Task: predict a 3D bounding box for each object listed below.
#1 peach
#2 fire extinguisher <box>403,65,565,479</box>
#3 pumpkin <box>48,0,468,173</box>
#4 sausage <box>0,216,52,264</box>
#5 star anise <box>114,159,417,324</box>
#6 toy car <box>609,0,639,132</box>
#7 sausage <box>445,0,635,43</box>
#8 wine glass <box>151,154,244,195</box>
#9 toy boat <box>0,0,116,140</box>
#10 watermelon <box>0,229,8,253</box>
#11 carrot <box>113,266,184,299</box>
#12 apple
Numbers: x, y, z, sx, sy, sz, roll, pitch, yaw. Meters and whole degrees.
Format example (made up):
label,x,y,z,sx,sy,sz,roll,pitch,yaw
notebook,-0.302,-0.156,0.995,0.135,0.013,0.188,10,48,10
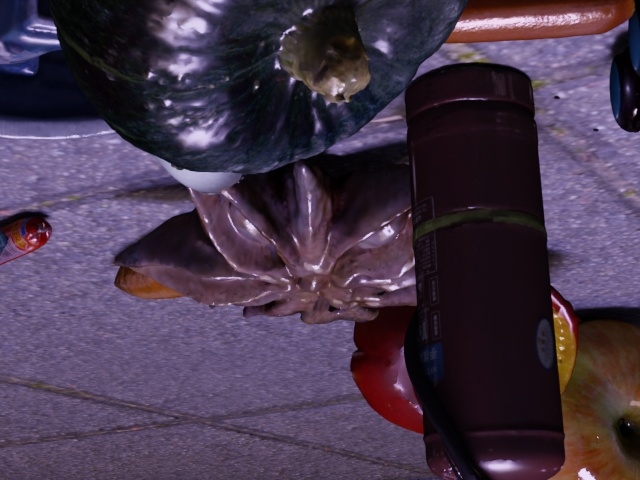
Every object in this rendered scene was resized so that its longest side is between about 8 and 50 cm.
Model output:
label,x,y,z,sx,sy,sz,roll,pitch,yaw
peach,0.148,0.107,1.370,0.226,0.190,0.196,-3,151,26
fire extinguisher,0.116,0.058,0.943,0.105,0.341,0.141,-9,163,23
pumpkin,-0.023,-0.123,0.610,0.211,0.152,0.212,-24,137,-25
sausage,-0.290,0.002,1.250,0.034,0.034,0.129,14,157,-41
star anise,0.000,0.001,1.147,0.349,0.109,0.292,1,161,-4
toy car,0.297,-0.054,0.840,0.204,0.198,0.248,-4,165,4
sausage,0.122,-0.140,0.807,0.131,0.041,0.039,-2,158,2
wine glass,-0.110,-0.084,0.921,0.072,0.072,0.155,-11,160,27
toy boat,-0.180,-0.120,0.695,0.309,0.129,0.142,7,174,-24
watermelon,-0.364,0.055,1.057,0.148,0.318,0.226,31,-160,-9
carrot,-0.144,0.026,1.300,0.072,0.072,0.205,11,164,-36
apple,0.333,0.222,1.659,0.264,0.264,0.264,-2,163,0
